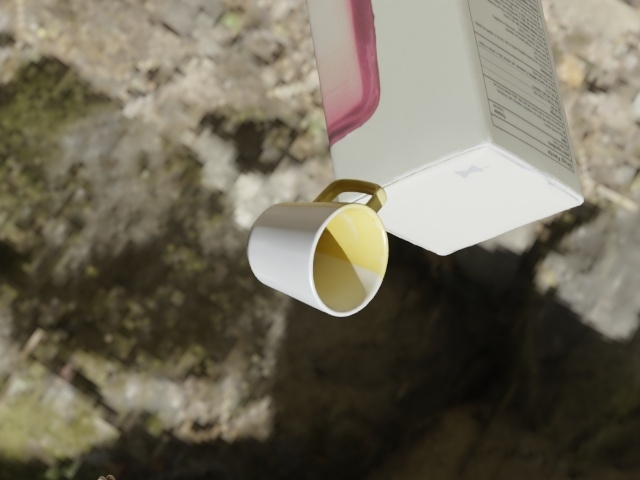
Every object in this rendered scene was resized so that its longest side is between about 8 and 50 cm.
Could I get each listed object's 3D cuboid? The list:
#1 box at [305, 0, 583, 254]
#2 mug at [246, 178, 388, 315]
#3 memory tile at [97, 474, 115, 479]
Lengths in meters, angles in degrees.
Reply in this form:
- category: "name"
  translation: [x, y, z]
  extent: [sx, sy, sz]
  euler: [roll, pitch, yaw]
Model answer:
- category: "box"
  translation: [0.084, -0.128, 1.348]
  extent: [0.127, 0.232, 0.149]
  euler: [-22, 154, 29]
- category: "mug"
  translation: [-0.001, 0.004, 1.029]
  extent: [0.064, 0.078, 0.062]
  euler: [11, 112, 43]
- category: "memory tile"
  translation: [-0.189, 0.304, 1.743]
  extent: [0.113, 0.012, 0.148]
  euler: [-134, 43, -52]
